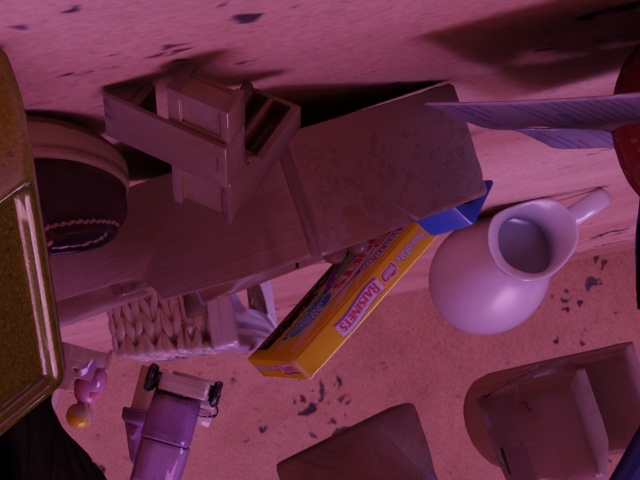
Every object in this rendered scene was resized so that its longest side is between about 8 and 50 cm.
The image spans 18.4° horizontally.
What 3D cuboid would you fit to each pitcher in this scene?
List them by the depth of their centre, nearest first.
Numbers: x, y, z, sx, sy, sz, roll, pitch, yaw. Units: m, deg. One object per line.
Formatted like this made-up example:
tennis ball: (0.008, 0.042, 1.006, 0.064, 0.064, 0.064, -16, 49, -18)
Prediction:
pitcher: (0.217, 0.016, 2.151, 0.178, 0.125, 0.207, -26, 170, -25)

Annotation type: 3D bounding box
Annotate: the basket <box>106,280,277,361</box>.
basket: (-0.105, 0.040, 1.584, 0.103, 0.113, 0.167, -11, 175, 10)

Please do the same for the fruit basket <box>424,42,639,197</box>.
fruit basket: (0.266, -0.083, 1.070, 0.353, 0.165, 0.327, 3, 180, 19)

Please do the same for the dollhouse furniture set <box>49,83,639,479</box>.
dollhouse furniture set: (-0.003, 0.139, 1.173, 0.256, 0.394, 0.362, -16, -177, 42)

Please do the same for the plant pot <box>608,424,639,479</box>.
plant pot: (0.277, 0.135, 1.048, 0.236, 0.236, 0.212, 30, -168, 4)

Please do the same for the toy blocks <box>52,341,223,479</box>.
toy blocks: (-0.265, 0.211, 1.719, 0.309, 0.260, 0.288, 15, 174, 0)

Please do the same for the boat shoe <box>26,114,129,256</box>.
boat shoe: (-0.197, 0.010, 0.931, 0.123, 0.123, 0.342, -14, 175, 22)

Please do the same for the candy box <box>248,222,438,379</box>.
candy box: (0.034, 0.025, 1.529, 0.206, 0.027, 0.105, -48, -164, -16)

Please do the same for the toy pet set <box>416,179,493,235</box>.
toy pet set: (0.071, -0.032, 1.441, 0.122, 0.065, 0.114, -8, 174, -42)

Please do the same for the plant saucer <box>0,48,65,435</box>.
plant saucer: (-0.173, 0.045, 0.808, 0.188, 0.045, 0.188, -41, 149, -31)

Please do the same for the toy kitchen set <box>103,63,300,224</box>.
toy kitchen set: (-0.057, -0.069, 0.959, 0.068, 0.075, 0.083, 23, 146, 16)

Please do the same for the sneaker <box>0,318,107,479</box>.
sneaker: (-0.193, 0.070, 1.034, 0.109, 0.286, 0.130, -36, 145, 2)

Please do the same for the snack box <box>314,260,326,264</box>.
snack box: (0.000, 0.000, 1.810, 0.141, 0.037, 0.100, -9, 173, -34)

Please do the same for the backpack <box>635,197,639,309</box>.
backpack: (0.361, -0.009, 1.392, 0.263, 0.276, 0.213, 11, -176, 25)
